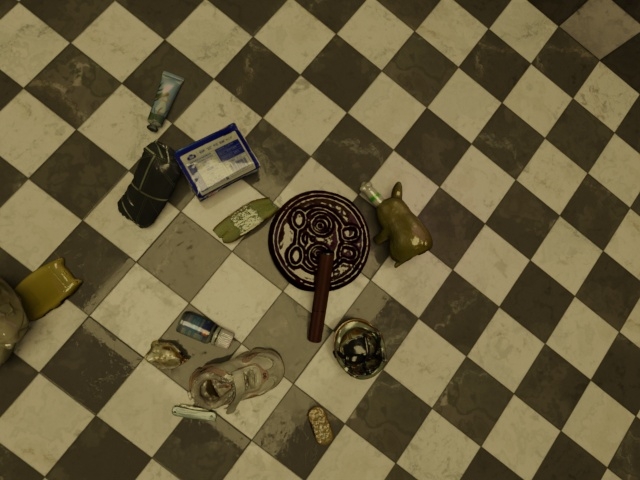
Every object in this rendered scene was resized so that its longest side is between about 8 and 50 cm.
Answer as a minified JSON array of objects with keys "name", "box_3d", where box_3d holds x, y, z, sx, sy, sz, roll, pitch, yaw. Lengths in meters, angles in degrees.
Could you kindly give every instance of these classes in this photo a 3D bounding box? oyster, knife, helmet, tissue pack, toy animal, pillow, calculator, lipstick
[{"name":"oyster","box_3d":[-0.554,0.418,1.599,0.148,0.051,0.103,25,91,4]},{"name":"knife","box_3d":[-0.458,0.625,1.601,0.162,0.023,0.044,11,77,-6]},{"name":"helmet","box_3d":[0.140,0.411,1.663,0.199,0.130,0.224,-22,76,-14]},{"name":"tissue pack","box_3d":[-0.393,-0.294,1.676,0.270,0.137,0.209,-32,86,-14]},{"name":"toy animal","box_3d":[0.298,-0.077,1.742,0.181,0.180,0.362,-21,64,-17]},{"name":"pillow","box_3d":[-0.622,-0.202,1.608,0.162,0.092,0.335,32,108,-8]},{"name":"calculator","box_3d":[-0.991,0.179,1.576,0.236,0.033,0.157,-41,90,-8]},{"name":"lipstick","box_3d":[0.002,0.209,1.646,0.057,0.057,0.356,7,102,-7]}]

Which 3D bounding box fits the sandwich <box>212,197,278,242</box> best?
[{"name":"sandwich","box_3d":[-0.284,-0.081,1.686,0.258,0.096,0.094,-35,94,-9]}]

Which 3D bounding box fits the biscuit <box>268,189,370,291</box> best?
[{"name":"biscuit","box_3d":[0.000,0.000,1.716,0.408,0.091,0.407,1,82,-9]}]

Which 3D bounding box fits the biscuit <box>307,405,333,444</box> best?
[{"name":"biscuit","box_3d":[0.000,0.699,1.661,0.071,0.018,0.147,-20,85,-13]}]

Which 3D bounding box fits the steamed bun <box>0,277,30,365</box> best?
[{"name":"steamed bun","box_3d":[-1.120,0.241,1.458,0.310,0.219,0.324,-41,105,18]}]

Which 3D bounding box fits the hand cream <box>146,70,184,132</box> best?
[{"name":"hand cream","box_3d":[-0.616,-0.543,1.721,0.088,0.055,0.255,17,74,-6]}]

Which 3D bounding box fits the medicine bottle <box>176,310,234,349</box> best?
[{"name":"medicine bottle","box_3d":[-0.419,0.334,1.615,0.203,0.083,0.083,25,80,-6]}]

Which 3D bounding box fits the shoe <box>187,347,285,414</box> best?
[{"name":"shoe","box_3d":[-0.294,0.504,1.552,0.351,0.198,0.171,-16,87,-9]}]
